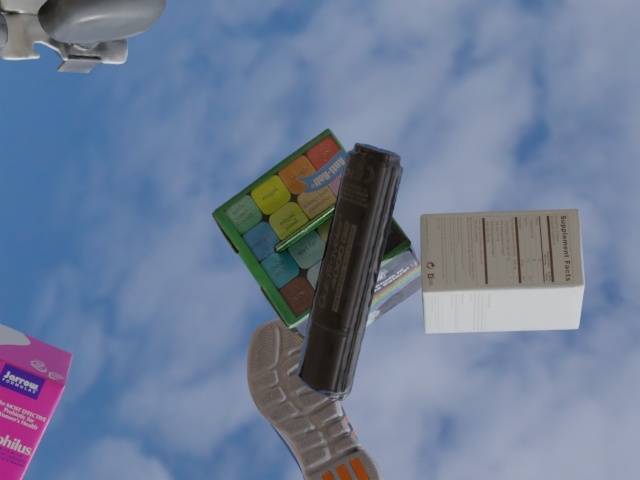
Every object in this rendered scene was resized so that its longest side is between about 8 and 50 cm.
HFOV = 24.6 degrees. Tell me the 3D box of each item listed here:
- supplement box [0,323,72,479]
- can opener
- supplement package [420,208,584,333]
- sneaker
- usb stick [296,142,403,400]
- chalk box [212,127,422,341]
[{"bbox_3d":[-0.411,0.234,1.865,0.220,0.111,0.114,-64,-169,13],"label":"supplement box"},{"bbox_3d":[-0.233,-0.169,0.998,0.095,0.283,0.076,-32,-110,39],"label":"can opener"},{"bbox_3d":[0.204,0.036,1.666,0.179,0.105,0.105,-2,-122,4],"label":"supplement package"},{"bbox_3d":[-0.012,0.272,2.037,0.125,0.180,0.321,-20,-116,-8],"label":"sneaker"},{"bbox_3d":[0.031,0.035,1.590,0.077,0.045,0.278,24,-75,48],"label":"usb stick"},{"bbox_3d":[0.000,0.000,1.772,0.180,0.289,0.179,-35,-107,0],"label":"chalk box"}]
